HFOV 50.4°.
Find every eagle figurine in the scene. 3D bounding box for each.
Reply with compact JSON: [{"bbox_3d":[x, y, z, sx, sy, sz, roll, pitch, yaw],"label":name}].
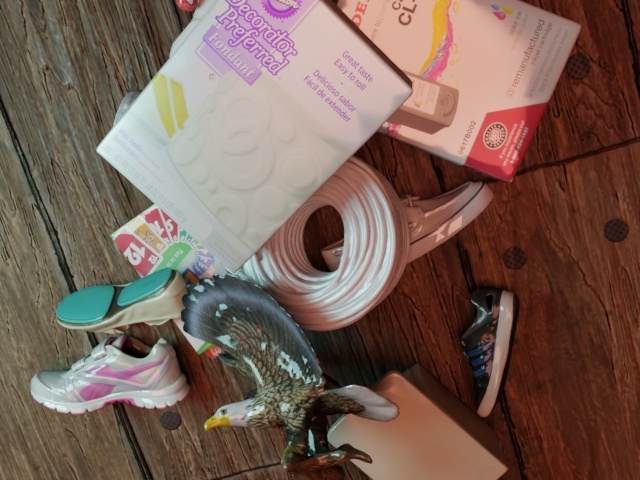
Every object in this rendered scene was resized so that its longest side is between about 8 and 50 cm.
[{"bbox_3d":[-0.061,0.193,0.930,0.225,0.298,0.226,8,130,-33],"label":"eagle figurine"}]

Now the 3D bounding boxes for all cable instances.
[{"bbox_3d":[0.000,0.000,0.964,0.257,0.089,0.257,47,108,22],"label":"cable"}]

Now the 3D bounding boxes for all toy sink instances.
[{"bbox_3d":[0.142,0.295,1.048,0.234,0.131,0.153,41,102,-8],"label":"toy sink"}]

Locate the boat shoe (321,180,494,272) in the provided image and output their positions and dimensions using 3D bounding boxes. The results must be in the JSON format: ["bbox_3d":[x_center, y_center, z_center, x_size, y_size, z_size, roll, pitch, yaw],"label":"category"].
[{"bbox_3d":[0.122,-0.023,1.001,0.267,0.096,0.088,-32,99,21],"label":"boat shoe"}]

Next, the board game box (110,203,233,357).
[{"bbox_3d":[-0.204,0.061,1.074,0.124,0.039,0.259,-33,101,12],"label":"board game box"}]

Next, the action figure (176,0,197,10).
[{"bbox_3d":[-0.176,-0.422,0.825,0.091,0.139,0.280,17,118,21],"label":"action figure"}]

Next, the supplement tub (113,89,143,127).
[{"bbox_3d":[-0.191,-0.144,0.984,0.190,0.117,0.117,12,103,2],"label":"supplement tub"}]

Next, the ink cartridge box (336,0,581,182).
[{"bbox_3d":[0.156,-0.238,0.930,0.306,0.131,0.226,21,103,-1],"label":"ink cartridge box"}]

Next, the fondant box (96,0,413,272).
[{"bbox_3d":[-0.083,-0.157,0.855,0.238,0.096,0.330,43,107,-9],"label":"fondant box"}]

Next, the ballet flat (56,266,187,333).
[{"bbox_3d":[-0.302,0.109,1.057,0.248,0.086,0.086,-14,102,27],"label":"ballet flat"}]

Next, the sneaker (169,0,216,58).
[{"bbox_3d":[-0.108,-0.357,0.952,0.305,0.114,0.152,-41,77,12],"label":"sneaker"}]

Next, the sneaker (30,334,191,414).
[{"bbox_3d":[-0.337,0.205,1.088,0.252,0.103,0.111,-4,98,-1],"label":"sneaker"}]

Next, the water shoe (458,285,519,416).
[{"bbox_3d":[0.253,0.169,1.053,0.080,0.073,0.203,13,100,24],"label":"water shoe"}]
